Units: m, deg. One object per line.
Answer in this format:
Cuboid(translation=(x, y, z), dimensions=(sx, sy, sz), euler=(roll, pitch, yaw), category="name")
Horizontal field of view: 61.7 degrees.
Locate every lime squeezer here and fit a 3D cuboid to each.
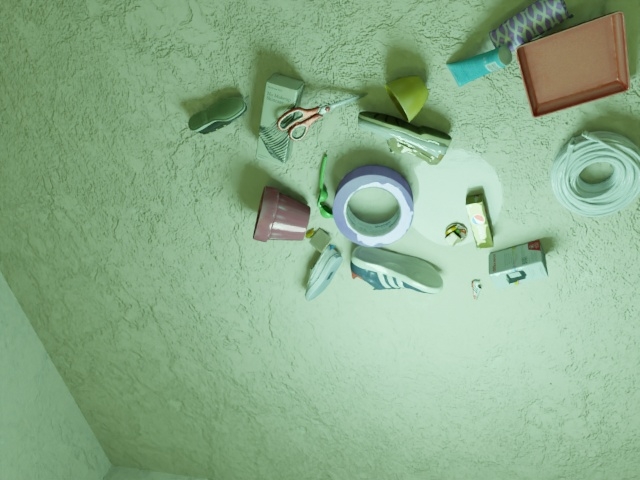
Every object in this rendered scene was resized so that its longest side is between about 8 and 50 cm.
Cuboid(translation=(0.034, -0.145, 1.909), dimensions=(0.109, 0.059, 0.311), euler=(-14, 116, 26), category="lime squeezer")

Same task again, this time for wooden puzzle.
Cuboid(translation=(0.000, 0.000, 2.020), dimensions=(0.116, 0.014, 0.078), euler=(48, 109, 14), category="wooden puzzle")

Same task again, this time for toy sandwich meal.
Cuboid(translation=(0.471, -0.018, 1.868), dimensions=(0.085, 0.029, 0.086), euler=(8, 124, 12), category="toy sandwich meal")

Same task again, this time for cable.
Cuboid(translation=(0.825, -0.198, 1.601), dimensions=(0.256, 0.089, 0.257), euler=(19, 127, 4), category="cable")

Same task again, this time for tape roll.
Cuboid(translation=(0.181, -0.116, 1.837), dimensions=(0.274, 0.090, 0.275), euler=(4, 121, 6), category="tape roll")

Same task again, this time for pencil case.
Cuboid(translation=(0.557, -0.580, 1.434), dimensions=(0.206, 0.088, 0.086), euler=(-25, 115, 29), category="pencil case")

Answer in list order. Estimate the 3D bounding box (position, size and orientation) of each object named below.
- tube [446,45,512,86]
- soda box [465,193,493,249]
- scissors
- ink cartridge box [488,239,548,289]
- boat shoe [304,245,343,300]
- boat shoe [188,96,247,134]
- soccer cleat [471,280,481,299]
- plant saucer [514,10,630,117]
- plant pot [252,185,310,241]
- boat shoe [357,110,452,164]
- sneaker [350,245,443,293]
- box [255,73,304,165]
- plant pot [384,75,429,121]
Cuboid(translation=(0.441, -0.489, 1.506), dimensions=(0.080, 0.052, 0.207), euler=(57, 157, -17), category="tube")
Cuboid(translation=(0.535, -0.061, 1.799), dimensions=(0.058, 0.061, 0.181), euler=(-11, 118, 23), category="soda box")
Cuboid(translation=(0.002, -0.417, 1.693), dimensions=(0.297, 0.021, 0.109), euler=(-30, 126, 13), category="scissors")
Cuboid(translation=(0.667, 0.083, 1.813), dimensions=(0.175, 0.127, 0.072), euler=(-19, 118, 28), category="ink cartridge box")
Cuboid(translation=(-0.001, 0.128, 2.091), dimensions=(0.084, 0.095, 0.258), euler=(47, 122, 23), category="boat shoe")
Cuboid(translation=(-0.344, -0.427, 1.839), dimensions=(0.227, 0.068, 0.081), euler=(-15, 77, 21), category="boat shoe")
Cuboid(translation=(0.576, 0.184, 1.970), dimensions=(0.035, 0.029, 0.083), euler=(-3, 117, 24), category="soccer cleat")
Cuboid(translation=(0.681, -0.474, 1.447), dimensions=(0.258, 0.048, 0.258), euler=(-13, 139, 25), category="plant saucer")
Cuboid(translation=(-0.137, -0.080, 1.935), dimensions=(0.180, 0.201, 0.201), euler=(13, 127, -10), category="plant pot")
Cuboid(translation=(0.253, -0.320, 1.688), dimensions=(0.302, 0.113, 0.103), euler=(19, 120, 4), category="boat shoe")
Cuboid(translation=(0.275, 0.137, 1.985), dimensions=(0.349, 0.131, 0.148), euler=(21, 133, 11), category="sneaker")
Cuboid(translation=(-0.136, -0.397, 1.772), dimensions=(0.113, 0.094, 0.275), euler=(16, 126, 5), category="box")
Cuboid(translation=(0.269, -0.439, 1.608), dimensions=(0.095, 0.134, 0.134), euler=(-33, 110, 7), category="plant pot")
